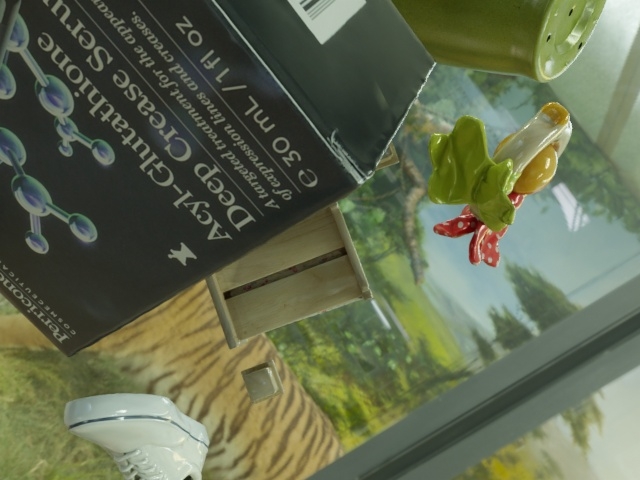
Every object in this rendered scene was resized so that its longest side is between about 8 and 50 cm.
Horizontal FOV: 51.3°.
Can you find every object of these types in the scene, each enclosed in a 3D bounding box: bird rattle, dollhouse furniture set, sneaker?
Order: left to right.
[{"bbox_3d":[-0.193,0.238,0.755,0.258,0.094,0.091,53,25,-58],"label":"sneaker"},{"bbox_3d":[0.000,0.000,0.929,0.174,0.303,0.356,33,37,-83],"label":"dollhouse furniture set"},{"bbox_3d":[0.245,-0.068,0.853,0.143,0.207,0.253,48,3,30],"label":"bird rattle"}]

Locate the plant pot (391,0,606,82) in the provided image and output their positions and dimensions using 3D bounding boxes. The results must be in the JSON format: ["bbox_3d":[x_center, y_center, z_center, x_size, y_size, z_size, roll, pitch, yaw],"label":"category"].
[{"bbox_3d":[0.292,-0.448,1.165,0.353,0.366,0.366,35,-2,29],"label":"plant pot"}]

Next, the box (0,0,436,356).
[{"bbox_3d":[-0.162,-0.122,0.558,0.293,0.395,0.212,49,40,-15],"label":"box"}]
